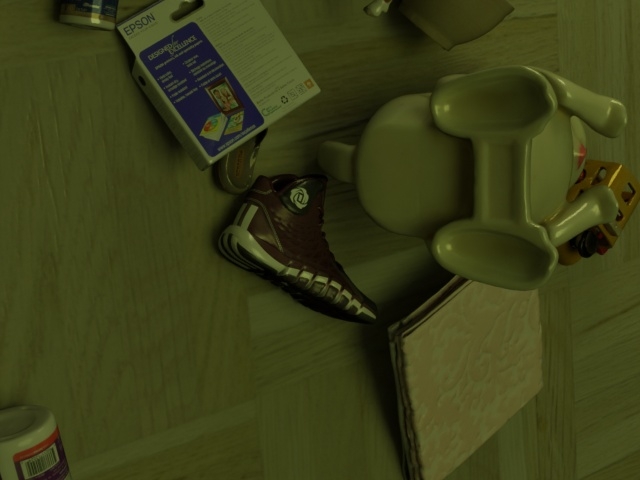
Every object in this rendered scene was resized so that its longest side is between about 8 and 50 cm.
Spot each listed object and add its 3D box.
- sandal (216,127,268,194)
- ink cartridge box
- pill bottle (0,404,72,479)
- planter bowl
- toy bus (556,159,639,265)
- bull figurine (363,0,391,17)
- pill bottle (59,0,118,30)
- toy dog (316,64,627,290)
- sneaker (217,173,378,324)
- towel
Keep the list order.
[{"bbox_3d":[-0.097,-0.149,1.875,0.072,0.049,0.180,6,88,-42],"label":"sandal"},{"bbox_3d":[-0.132,-0.224,1.818,0.206,0.045,0.208,-36,95,-32],"label":"ink cartridge box"},{"bbox_3d":[-0.345,0.302,1.698,0.108,0.108,0.193,-25,113,-36],"label":"pill bottle"},{"bbox_3d":[0.178,-0.338,2.030,0.162,0.162,0.109,32,103,-40],"label":"planter bowl"},{"bbox_3d":[0.441,-0.033,2.331,0.191,0.104,0.202,-12,105,-39],"label":"toy bus"},{"bbox_3d":[0.005,-0.414,1.839,0.310,0.101,0.188,16,122,-25],"label":"bull figurine"},{"bbox_3d":[-0.268,-0.310,1.689,0.067,0.067,0.120,6,93,-42],"label":"pill bottle"},{"bbox_3d":[0.234,-0.103,2.007,0.408,0.395,0.284,-24,106,-62],"label":"toy dog"},{"bbox_3d":[0.000,0.000,1.954,0.281,0.106,0.162,33,73,-39],"label":"sneaker"},{"bbox_3d":[0.227,0.177,2.170,0.317,0.053,0.331,-36,135,-31],"label":"towel"}]
